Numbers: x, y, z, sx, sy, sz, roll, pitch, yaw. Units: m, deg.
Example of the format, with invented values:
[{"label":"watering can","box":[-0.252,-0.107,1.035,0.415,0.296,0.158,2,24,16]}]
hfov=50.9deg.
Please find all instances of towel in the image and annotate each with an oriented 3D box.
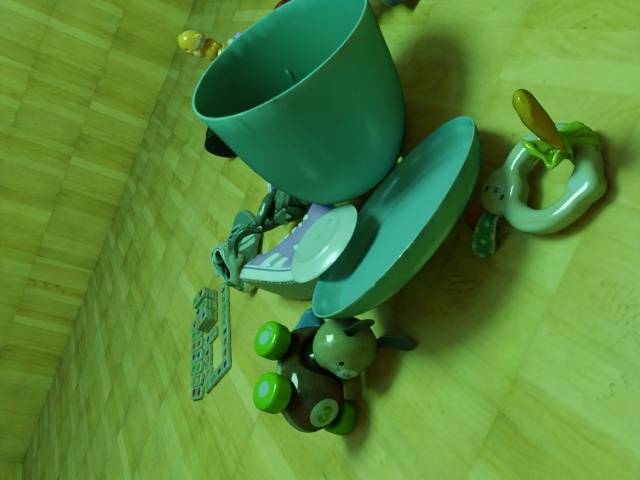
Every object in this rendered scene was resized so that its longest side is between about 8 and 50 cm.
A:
[{"label":"towel","box":[-0.012,0.168,1.082,0.067,0.029,0.119,-58,29,24]}]

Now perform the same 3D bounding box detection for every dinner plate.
[{"label":"dinner plate","box":[0.000,0.000,0.998,0.141,0.017,0.141,-39,26,24]}]

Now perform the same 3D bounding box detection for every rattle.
[{"label":"rattle","box":[0.193,-0.061,0.733,0.199,0.142,0.130,-25,70,47]}]

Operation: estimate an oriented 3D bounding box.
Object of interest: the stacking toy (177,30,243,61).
[{"label":"stacking toy","box":[-0.146,-0.353,1.364,0.175,0.301,0.166,-18,58,59]}]

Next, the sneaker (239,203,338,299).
[{"label":"sneaker","box":[-0.027,0.012,1.150,0.282,0.102,0.161,-7,62,50]}]

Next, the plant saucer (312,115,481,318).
[{"label":"plant saucer","box":[0.101,-0.022,0.870,0.318,0.043,0.317,-51,10,12]}]

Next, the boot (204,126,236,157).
[{"label":"boot","box":[-0.190,-0.384,1.657,0.348,0.131,0.260,-28,50,54]}]

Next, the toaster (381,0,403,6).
[{"label":"toaster","box":[0.086,-0.501,1.146,0.110,0.185,0.168,-45,34,12]}]

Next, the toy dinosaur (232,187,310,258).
[{"label":"toy dinosaur","box":[-0.054,-0.083,1.229,0.314,0.121,0.160,-66,-11,23]}]

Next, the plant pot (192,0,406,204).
[{"label":"plant pot","box":[-0.007,-0.196,1.018,0.292,0.235,0.293,-23,38,19]}]

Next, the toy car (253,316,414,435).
[{"label":"toy car","box":[0.028,0.162,0.898,0.188,0.155,0.149,-32,45,34]}]

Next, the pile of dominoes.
[{"label":"pile of dominoes","box":[-0.262,0.224,1.506,0.196,0.040,0.251,-51,33,35]}]

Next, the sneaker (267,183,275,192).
[{"label":"sneaker","box":[-0.047,-0.143,1.311,0.071,0.068,0.170,36,106,54]}]

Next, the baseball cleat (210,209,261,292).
[{"label":"baseball cleat","box":[-0.176,0.008,1.404,0.072,0.109,0.206,-35,47,30]}]

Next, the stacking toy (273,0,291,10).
[{"label":"stacking toy","box":[-0.019,-0.612,1.505,0.330,0.141,0.141,-63,27,28]}]
